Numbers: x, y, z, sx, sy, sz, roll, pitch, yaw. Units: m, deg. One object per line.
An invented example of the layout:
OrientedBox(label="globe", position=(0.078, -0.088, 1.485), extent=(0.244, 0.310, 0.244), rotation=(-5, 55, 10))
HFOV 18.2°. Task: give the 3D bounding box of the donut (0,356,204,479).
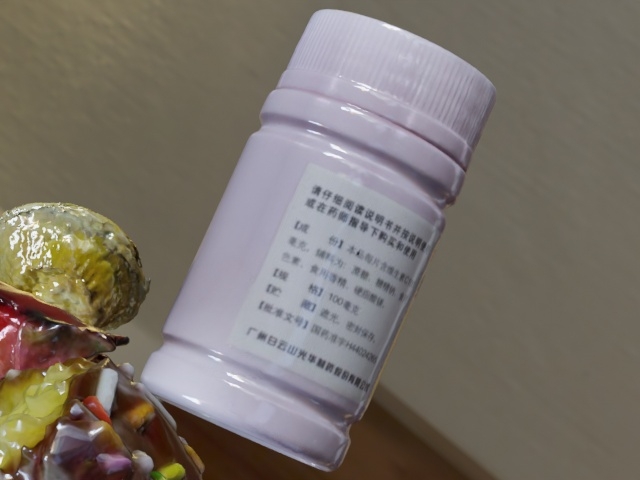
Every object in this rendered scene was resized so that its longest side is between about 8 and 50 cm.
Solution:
OrientedBox(label="donut", position=(-0.129, 0.109, 0.581), extent=(0.096, 0.230, 0.216), rotation=(-74, -21, -63))

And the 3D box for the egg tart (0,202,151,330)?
OrientedBox(label="egg tart", position=(-0.187, 0.029, 1.419), extent=(0.049, 0.129, 0.129), rotation=(-75, -5, -46))

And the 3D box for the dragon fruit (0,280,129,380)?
OrientedBox(label="dragon fruit", position=(-0.249, 0.047, 1.131), extent=(0.100, 0.282, 0.343), rotation=(-60, -2, -10))

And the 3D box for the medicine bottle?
OrientedBox(label="medicine bottle", position=(0.000, 0.000, 1.183), extent=(0.249, 0.133, 0.133), rotation=(-67, -27, -8))
